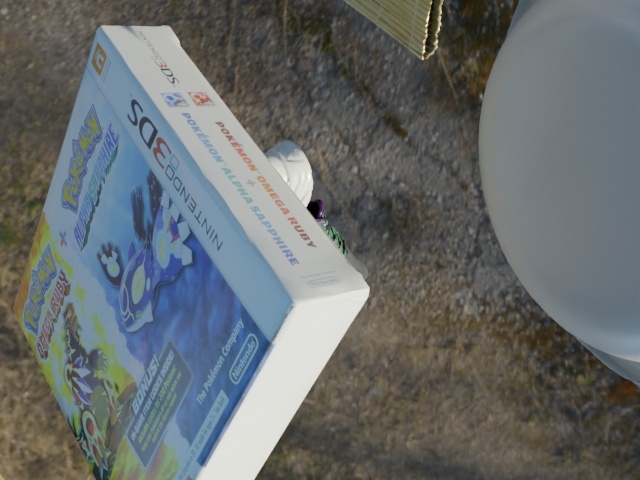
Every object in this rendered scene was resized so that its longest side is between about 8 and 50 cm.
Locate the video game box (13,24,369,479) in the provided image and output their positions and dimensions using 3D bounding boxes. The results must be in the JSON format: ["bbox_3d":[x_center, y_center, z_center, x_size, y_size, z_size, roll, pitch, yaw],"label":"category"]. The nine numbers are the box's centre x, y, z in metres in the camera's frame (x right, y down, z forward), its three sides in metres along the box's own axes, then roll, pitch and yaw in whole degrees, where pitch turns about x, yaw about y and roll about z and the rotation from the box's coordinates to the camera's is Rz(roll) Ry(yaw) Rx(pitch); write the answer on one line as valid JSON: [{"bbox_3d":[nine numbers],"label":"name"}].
[{"bbox_3d":[-0.082,0.030,0.453,0.187,0.048,0.205,54,132,32],"label":"video game box"}]

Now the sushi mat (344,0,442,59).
[{"bbox_3d":[0.043,-0.329,0.978,0.019,0.316,0.151,-11,129,-28],"label":"sushi mat"}]

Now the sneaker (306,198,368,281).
[{"bbox_3d":[0.000,0.000,1.231,0.224,0.083,0.098,24,123,-37],"label":"sneaker"}]

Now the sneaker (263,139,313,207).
[{"bbox_3d":[-0.085,-0.013,1.088,0.115,0.090,0.232,-13,131,-26],"label":"sneaker"}]

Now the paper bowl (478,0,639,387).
[{"bbox_3d":[0.196,-0.047,0.485,0.148,0.284,0.284,-13,127,-26],"label":"paper bowl"}]

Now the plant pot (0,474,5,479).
[{"bbox_3d":[-0.184,0.218,0.593,0.236,0.032,0.236,42,155,24],"label":"plant pot"}]
